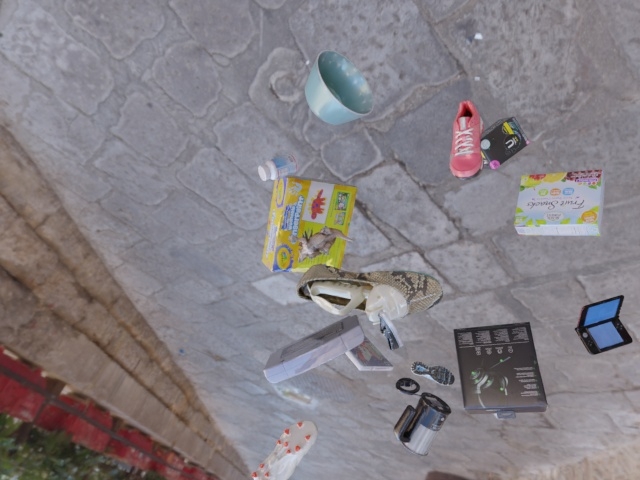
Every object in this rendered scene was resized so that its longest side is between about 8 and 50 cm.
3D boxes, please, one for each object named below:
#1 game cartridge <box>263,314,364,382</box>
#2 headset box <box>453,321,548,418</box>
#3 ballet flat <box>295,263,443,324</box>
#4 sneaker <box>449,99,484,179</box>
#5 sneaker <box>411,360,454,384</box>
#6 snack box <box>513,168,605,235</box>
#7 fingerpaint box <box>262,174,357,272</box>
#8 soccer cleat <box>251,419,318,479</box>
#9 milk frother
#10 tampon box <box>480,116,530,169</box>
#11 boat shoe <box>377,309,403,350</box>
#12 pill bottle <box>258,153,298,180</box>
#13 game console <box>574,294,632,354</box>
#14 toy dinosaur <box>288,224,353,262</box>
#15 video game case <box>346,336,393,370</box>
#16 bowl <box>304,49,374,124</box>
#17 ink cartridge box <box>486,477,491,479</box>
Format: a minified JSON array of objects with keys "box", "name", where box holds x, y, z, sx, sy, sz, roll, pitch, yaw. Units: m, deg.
[{"box":[-0.015,0.310,1.264,0.297,0.198,0.062,-25,96,3],"name":"game cartridge"},{"box":[0.585,0.431,1.440,0.246,0.283,0.131,-11,149,19],"name":"headset box"},{"box":[0.127,0.178,1.374,0.483,0.182,0.164,5,120,34],"name":"ballet flat"},{"box":[0.486,-0.345,1.491,0.116,0.313,0.136,-5,146,28],"name":"sneaker"},{"box":[0.428,0.498,1.662,0.162,0.063,0.073,17,170,23],"name":"sneaker"},{"box":[0.668,-0.102,1.229,0.207,0.174,0.070,1,153,41],"name":"snack box"},{"box":[-0.057,-0.076,2.115,0.371,0.444,0.163,3,-165,-27],"name":"fingerpaint box"},{"box":[-0.070,0.475,0.973,0.076,0.196,0.068,37,-174,-47],"name":"soccer cleat"},{"box":[0.246,0.456,1.155,0.129,0.134,0.143,23,-169,-12],"name":"milk frother"},{"box":[0.652,-0.356,1.614,0.120,0.161,0.101,53,180,-11],"name":"tampon box"},{"box":[0.188,0.252,1.212,0.142,0.040,0.049,60,174,-27],"name":"boat shoe"},{"box":[-0.180,-0.310,1.872,0.087,0.160,0.087,43,146,40],"name":"pill bottle"},{"box":[0.808,0.238,1.234,0.144,0.124,0.085,-13,151,-10],"name":"game console"},{"box":[0.000,0.000,1.837,0.296,0.200,0.127,-20,92,19],"name":"toy dinosaur"},{"box":[0.148,0.398,1.600,0.183,0.023,0.201,16,-160,-43],"name":"video game case"},{"box":[0.058,-0.607,1.819,0.312,0.311,0.163,36,137,-22],"name":"bowl"},{"box":[0.575,0.920,1.347,0.273,0.114,0.197,50,-166,15],"name":"ink cartridge box"}]
